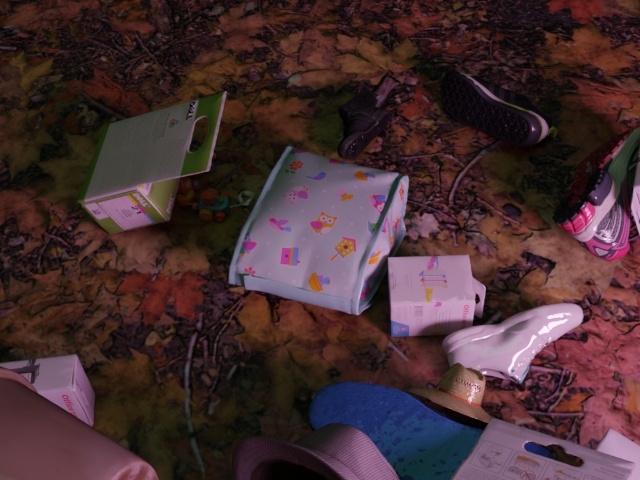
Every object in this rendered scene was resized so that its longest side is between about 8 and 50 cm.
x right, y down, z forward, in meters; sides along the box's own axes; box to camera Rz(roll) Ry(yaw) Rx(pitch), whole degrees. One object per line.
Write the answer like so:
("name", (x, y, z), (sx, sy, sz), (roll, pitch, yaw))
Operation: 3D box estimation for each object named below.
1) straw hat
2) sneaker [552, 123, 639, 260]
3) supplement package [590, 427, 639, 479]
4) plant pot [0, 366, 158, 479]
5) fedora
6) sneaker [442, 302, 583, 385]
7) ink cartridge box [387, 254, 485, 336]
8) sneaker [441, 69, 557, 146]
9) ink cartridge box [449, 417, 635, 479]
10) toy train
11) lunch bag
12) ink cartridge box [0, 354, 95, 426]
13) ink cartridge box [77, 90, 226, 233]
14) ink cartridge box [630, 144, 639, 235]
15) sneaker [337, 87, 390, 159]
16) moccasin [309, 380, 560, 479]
("straw hat", (0.193, 0.201, 1.175), (0.144, 0.144, 0.061), (19, 85, 19))
("sneaker", (0.479, -0.082, 1.410), (0.112, 0.121, 0.299), (44, 53, -6))
("supplement package", (0.397, 0.394, 1.009), (0.262, 0.145, 0.204), (32, 62, 26))
("plant pot", (-0.357, 0.322, 1.011), (0.280, 0.323, 0.323), (10, 53, 20))
("fedora", (0.020, 0.323, 1.047), (0.243, 0.275, 0.124), (-1, 23, 40))
("sneaker", (0.292, 0.160, 1.259), (0.212, 0.080, 0.094), (-18, 64, 0))
("ink cartridge box", (0.175, 0.084, 1.308), (0.143, 0.092, 0.090), (-2, 51, 2))
("sneaker", (0.325, -0.239, 1.572), (0.097, 0.084, 0.234), (-21, 50, -41))
("ink cartridge box", (0.233, 0.321, 0.980), (0.189, 0.066, 0.232), (13, 33, 32))
("toy train", (-0.202, -0.104, 1.520), (0.125, 0.046, 0.166), (-39, 58, -23))
("lunch bag", (0.000, 0.000, 1.350), (0.223, 0.160, 0.262), (14, 49, 15))
("ink cartridge box", (-0.412, 0.227, 1.240), (0.150, 0.109, 0.063), (-6, 47, 0))
("ink cartridge box", (-0.264, -0.131, 1.464), (0.255, 0.097, 0.189), (-11, 49, 22))
("ink cartridge box", (0.536, -0.089, 1.346), (0.060, 0.104, 0.180), (-3, 48, 33))
("sneaker", (0.063, -0.217, 1.583), (0.089, 0.051, 0.170), (30, 56, 26))
("moccasin", (0.143, 0.295, 1.135), (0.342, 0.117, 0.138), (20, 64, 21))
